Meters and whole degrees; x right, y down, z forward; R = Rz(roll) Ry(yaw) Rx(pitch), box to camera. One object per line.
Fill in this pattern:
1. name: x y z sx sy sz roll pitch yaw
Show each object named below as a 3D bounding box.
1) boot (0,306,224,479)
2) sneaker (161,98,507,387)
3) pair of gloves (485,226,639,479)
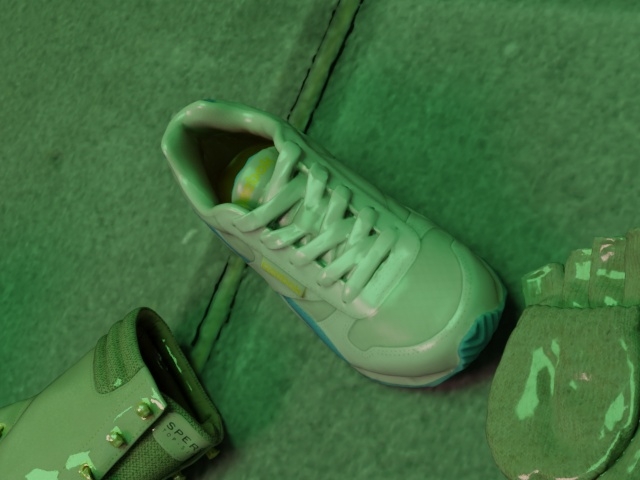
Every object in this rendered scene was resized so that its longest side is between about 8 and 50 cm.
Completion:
1. boot: -0.123 0.149 1.047 0.165 0.077 0.213 -34 46 14
2. sneaker: 0.000 0.000 1.027 0.228 0.092 0.087 33 85 43
3. pair of gloves: 0.183 0.075 0.877 0.240 0.042 0.204 -15 60 33
